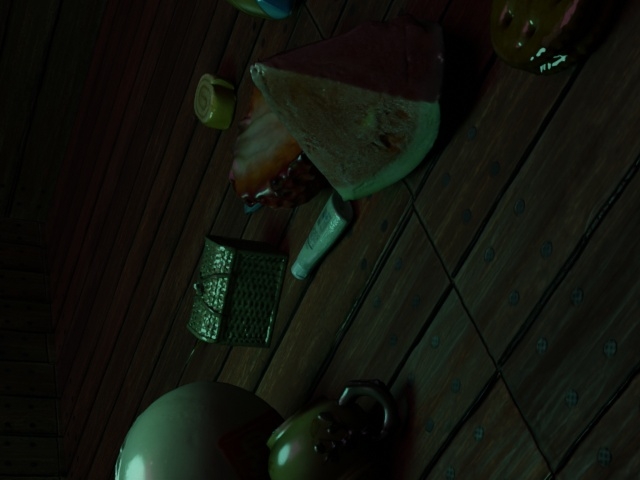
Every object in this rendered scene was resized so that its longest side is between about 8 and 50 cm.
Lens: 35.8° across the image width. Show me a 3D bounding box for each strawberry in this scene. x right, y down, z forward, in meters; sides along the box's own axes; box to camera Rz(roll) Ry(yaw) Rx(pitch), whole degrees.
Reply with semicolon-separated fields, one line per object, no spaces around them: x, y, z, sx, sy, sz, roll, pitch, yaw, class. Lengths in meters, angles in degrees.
-0.023;-0.183;1.745;0.336;0.149;0.265;-23;55;50;strawberry

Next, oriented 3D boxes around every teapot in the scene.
0.028;0.329;1.484;0.269;0.173;0.182;-47;73;19;teapot

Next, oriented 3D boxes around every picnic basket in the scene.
-0.172;0.097;1.939;0.134;0.154;0.196;31;111;63;picnic basket

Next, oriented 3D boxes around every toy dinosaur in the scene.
-0.260;0.196;2.227;0.058;0.037;0.180;-111;38;-53;toy dinosaur

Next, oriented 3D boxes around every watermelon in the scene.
0.060;-0.191;1.461;0.283;0.293;0.250;-11;103;67;watermelon

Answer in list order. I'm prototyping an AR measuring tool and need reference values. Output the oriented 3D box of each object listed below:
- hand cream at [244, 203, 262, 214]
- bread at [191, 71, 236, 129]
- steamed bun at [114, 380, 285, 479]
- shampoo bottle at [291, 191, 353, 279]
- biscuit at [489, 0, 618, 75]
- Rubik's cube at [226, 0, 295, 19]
-0.117;-0.106;2.025;0.224;0.048;0.083;165;111;-69;hand cream
-0.251;-0.330;2.319;0.149;0.073;0.122;46;121;59;bread
-0.150;0.411;1.612;0.241;0.374;0.374;-15;66;29;steamed bun
0.000;0.000;1.740;0.190;0.041;0.069;-57;40;41;shampoo bottle
0.282;-0.312;1.219;0.220;0.066;0.220;-32;54;58;biscuit
-0.153;-0.597;2.032;0.254;0.255;0.254;-29;57;59;Rubik's cube
